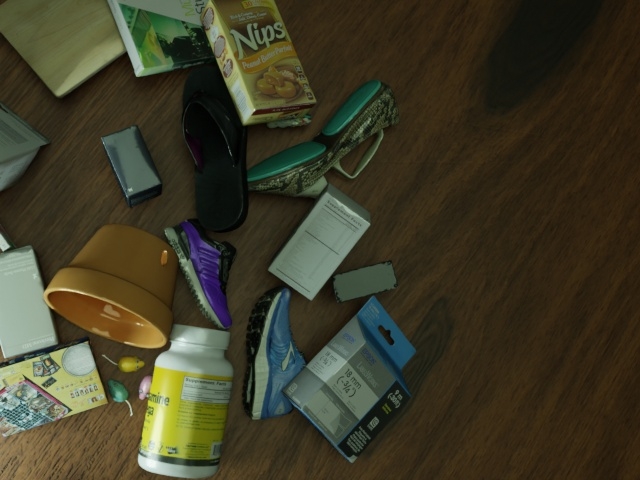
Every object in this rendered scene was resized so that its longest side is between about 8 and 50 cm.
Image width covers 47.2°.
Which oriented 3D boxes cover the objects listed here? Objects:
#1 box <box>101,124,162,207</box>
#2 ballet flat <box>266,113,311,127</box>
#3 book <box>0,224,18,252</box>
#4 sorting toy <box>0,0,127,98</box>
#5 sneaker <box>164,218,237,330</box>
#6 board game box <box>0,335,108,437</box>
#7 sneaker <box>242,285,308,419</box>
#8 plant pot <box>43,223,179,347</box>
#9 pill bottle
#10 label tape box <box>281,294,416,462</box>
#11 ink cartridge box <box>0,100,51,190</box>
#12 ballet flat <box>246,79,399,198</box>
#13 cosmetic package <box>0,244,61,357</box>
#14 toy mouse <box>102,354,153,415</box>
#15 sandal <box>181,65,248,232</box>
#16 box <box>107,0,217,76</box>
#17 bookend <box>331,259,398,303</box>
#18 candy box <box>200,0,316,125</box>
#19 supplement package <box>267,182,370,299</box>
[{"bbox_3d":[-0.453,-0.177,1.770,0.093,0.158,0.156,-24,89,-14],"label":"box"},{"bbox_3d":[-0.143,-0.340,1.907,0.241,0.091,0.077,25,108,-4],"label":"ballet flat"},{"bbox_3d":[-0.770,-0.032,1.715,0.035,0.096,0.144,-36,92,-15],"label":"book"},{"bbox_3d":[-0.623,-0.513,1.808,0.257,0.089,0.255,-41,93,-14],"label":"sorting toy"},{"bbox_3d":[-0.262,0.073,1.811,0.146,0.102,0.293,-26,89,-15],"label":"sneaker"},{"bbox_3d":[-0.638,0.339,1.705,0.243,0.042,0.165,-16,104,-14],"label":"board game box"},{"bbox_3d":[-0.103,0.278,1.824,0.147,0.130,0.329,7,88,-23],"label":"sneaker"},{"bbox_3d":[-0.456,0.096,1.690,0.291,0.291,0.203,22,63,-9],"label":"plant pot"},{"bbox_3d":[-0.308,0.371,1.722,0.188,0.188,0.333,10,81,-11],"label":"pill bottle"},{"bbox_3d":[0.104,0.341,1.811,0.333,0.106,0.240,-45,121,-13],"label":"label tape box"},{"bbox_3d":[-0.828,-0.254,1.689,0.309,0.272,0.130,39,108,-5],"label":"ink cartridge box"},{"bbox_3d":[0.026,-0.220,1.895,0.483,0.164,0.182,-39,118,-15],"label":"ballet flat"},{"bbox_3d":[-0.698,0.146,1.708,0.127,0.107,0.238,-17,85,-17],"label":"cosmetic package"},{"bbox_3d":[-0.454,0.353,1.771,0.161,0.031,0.143,6,82,-12],"label":"toy mouse"},{"bbox_3d":[-0.261,-0.242,1.789,0.168,0.107,0.445,-17,72,18],"label":"sandal"},{"bbox_3d":[-0.349,-0.550,1.838,0.322,0.058,0.232,-21,88,-33],"label":"box"},{"bbox_3d":[0.108,0.106,1.875,0.156,0.157,0.072,-15,87,-1],"label":"bookend"},{"bbox_3d":[-0.156,-0.450,1.821,0.183,0.087,0.316,-14,77,-34],"label":"candy box"},{"bbox_3d":[0.000,0.000,1.813,0.139,0.134,0.244,36,104,-7],"label":"supplement package"}]
